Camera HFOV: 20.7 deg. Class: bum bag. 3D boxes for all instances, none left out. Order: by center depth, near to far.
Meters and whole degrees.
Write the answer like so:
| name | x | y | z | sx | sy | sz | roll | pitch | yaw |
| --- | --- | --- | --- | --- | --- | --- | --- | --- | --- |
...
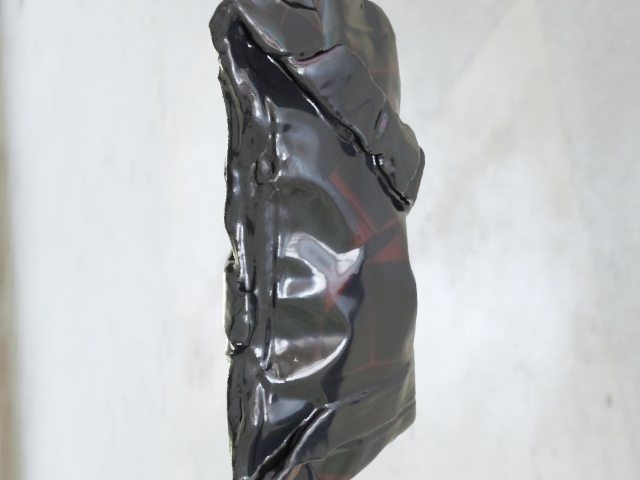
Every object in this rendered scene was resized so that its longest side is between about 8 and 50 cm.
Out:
| name | x | y | z | sx | sy | sz | roll | pitch | yaw |
| --- | --- | --- | --- | --- | --- | --- | --- | --- | --- |
| bum bag | -0.001 | 0.000 | 0.393 | 0.034 | 0.058 | 0.124 | 15 | 110 | 44 |
